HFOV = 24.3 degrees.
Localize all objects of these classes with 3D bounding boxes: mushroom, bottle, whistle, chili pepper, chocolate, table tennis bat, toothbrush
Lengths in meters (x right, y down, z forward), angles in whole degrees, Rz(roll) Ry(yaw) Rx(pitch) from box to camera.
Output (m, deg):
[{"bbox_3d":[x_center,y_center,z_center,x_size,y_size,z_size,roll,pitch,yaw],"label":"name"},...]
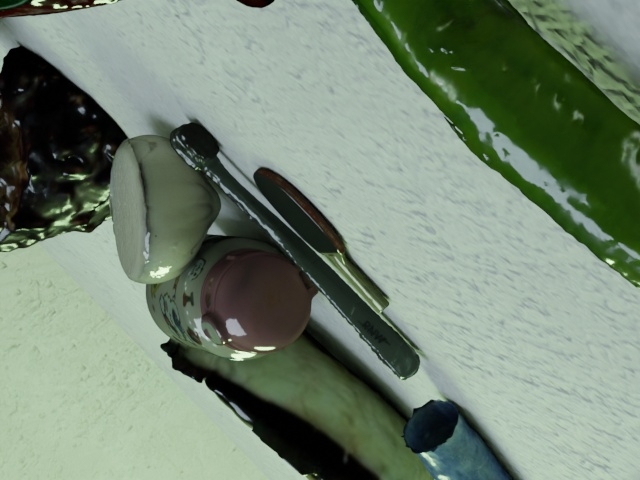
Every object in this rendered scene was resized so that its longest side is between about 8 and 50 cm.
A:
[{"bbox_3d":[-0.007,0.182,1.607,0.344,0.130,0.247,42,-177,15],"label":"mushroom"},{"bbox_3d":[-0.084,0.054,1.410,0.120,0.120,0.253,47,168,-14],"label":"bottle"},{"bbox_3d":[0.175,0.265,1.425,0.062,0.062,0.304,27,159,53],"label":"whistle"},{"bbox_3d":[0.094,-0.059,0.616,0.359,0.076,0.085,45,-167,-6],"label":"chili pepper"},{"bbox_3d":[-0.311,-0.073,1.582,0.206,0.177,0.224,45,166,-8],"label":"chocolate"},{"bbox_3d":[0.000,0.000,1.218,0.156,0.013,0.087,47,166,-12],"label":"table tennis bat"},{"bbox_3d":[-0.018,0.010,1.271,0.297,0.030,0.030,46,157,-9],"label":"toothbrush"}]

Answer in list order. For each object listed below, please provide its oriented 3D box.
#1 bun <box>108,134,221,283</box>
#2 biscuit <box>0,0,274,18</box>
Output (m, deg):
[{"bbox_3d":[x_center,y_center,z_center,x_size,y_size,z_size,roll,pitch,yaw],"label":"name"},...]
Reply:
[{"bbox_3d":[-0.137,-0.029,1.366,0.138,0.094,0.138,178,90,-67],"label":"bun"},{"bbox_3d":[-0.148,-0.159,0.793,0.151,0.235,0.063,76,-177,-64],"label":"biscuit"}]
